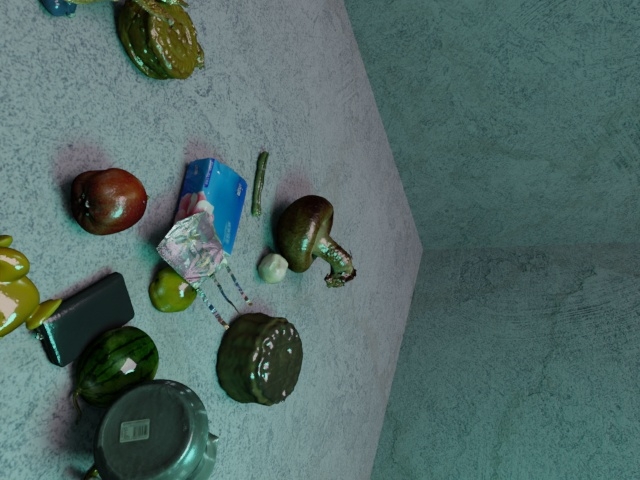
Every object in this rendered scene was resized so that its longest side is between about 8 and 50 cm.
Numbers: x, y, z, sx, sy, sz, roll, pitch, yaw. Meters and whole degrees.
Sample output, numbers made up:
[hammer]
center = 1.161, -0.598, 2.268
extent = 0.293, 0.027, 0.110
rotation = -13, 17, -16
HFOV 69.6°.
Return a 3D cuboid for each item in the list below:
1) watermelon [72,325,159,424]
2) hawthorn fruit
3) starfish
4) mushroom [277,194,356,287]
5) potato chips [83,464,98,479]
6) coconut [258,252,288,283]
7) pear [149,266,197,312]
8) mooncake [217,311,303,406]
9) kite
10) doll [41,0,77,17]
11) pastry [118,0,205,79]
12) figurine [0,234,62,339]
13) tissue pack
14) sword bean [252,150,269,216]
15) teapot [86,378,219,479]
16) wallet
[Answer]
[watermelon]
center = -0.493, 0.329, 1.158
extent = 0.232, 0.127, 0.204
rotation = -27, 124, -62
[hawthorn fruit]
center = -0.513, -0.098, 1.141
extent = 0.188, 0.169, 0.169
rotation = -21, 106, -63
[starfish]
center = -0.488, -0.636, 1.155
extent = 0.302, 0.060, 0.299
rotation = 16, 43, -16
[mushroom]
center = -0.017, 0.003, 1.879
extent = 0.331, 0.356, 0.334
rotation = -23, 138, -45
[potato chips]
center = -0.529, 0.538, 1.179
extent = 0.204, 0.037, 0.026
rotation = -50, 120, -45
[coconut]
center = -0.187, 0.114, 1.777
extent = 0.124, 0.110, 0.110
rotation = -71, 145, -43
[pear]
center = -0.419, 0.144, 1.348
extent = 0.141, 0.104, 0.141
rotation = 15, 72, -57
[mooncake]
center = -0.201, 0.421, 1.640
extent = 0.324, 0.187, 0.324
rotation = 1, 88, -60
[kite]
center = -0.330, 0.094, 1.359
extent = 0.204, 0.022, 0.361
rotation = -45, 120, -39
[doll]
center = -0.621, -0.570, 1.090
extent = 0.083, 0.050, 0.076
rotation = -48, 124, -50
[pastry]
center = -0.459, -0.586, 1.327
extent = 0.235, 0.132, 0.240
rotation = -65, 149, -54
[figurine]
center = -0.639, 0.085, 0.861
extent = 0.215, 0.215, 0.228
rotation = -33, 103, -58
[tissue pack]
center = -0.343, -0.099, 1.469
extent = 0.209, 0.137, 0.270
rotation = 41, 52, -54
[sword bean]
center = -0.235, -0.221, 1.791
extent = 0.043, 0.038, 0.269
rotation = 16, 72, -34
[teapot]
center = -0.403, 0.521, 1.135
extent = 0.300, 0.253, 0.344
rotation = -25, 148, -17
[wallet]
center = -0.570, 0.191, 1.124
extent = 0.250, 0.044, 0.149
rotation = -44, 130, -54
